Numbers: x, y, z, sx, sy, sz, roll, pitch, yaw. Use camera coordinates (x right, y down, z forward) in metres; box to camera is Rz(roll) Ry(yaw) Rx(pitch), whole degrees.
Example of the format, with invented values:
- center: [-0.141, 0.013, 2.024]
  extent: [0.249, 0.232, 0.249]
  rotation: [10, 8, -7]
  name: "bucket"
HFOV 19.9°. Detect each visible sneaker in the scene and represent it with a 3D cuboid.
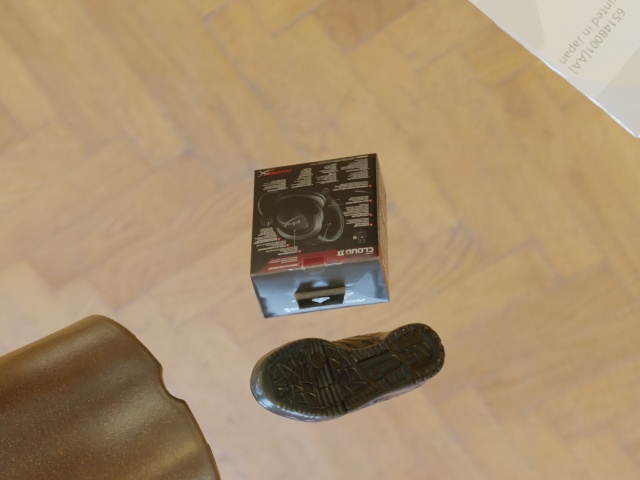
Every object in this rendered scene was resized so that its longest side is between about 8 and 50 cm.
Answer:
- center: [0.011, 0.087, 1.132]
  extent: [0.089, 0.170, 0.051]
  rotation: [-27, 76, 51]
  name: "sneaker"

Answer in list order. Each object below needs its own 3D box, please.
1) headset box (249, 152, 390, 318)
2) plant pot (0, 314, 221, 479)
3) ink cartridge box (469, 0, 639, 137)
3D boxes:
- center: [0.000, 0.000, 0.864]
  extent: [0.062, 0.083, 0.032]
  rotation: [-9, 134, 7]
  name: "headset box"
- center: [-0.147, 0.127, 0.872]
  extent: [0.167, 0.165, 0.167]
  rotation: [42, 149, 33]
  name: "plant pot"
- center: [0.124, -0.232, 0.757]
  extent: [0.261, 0.066, 0.296]
  rotation: [38, 122, 0]
  name: "ink cartridge box"
